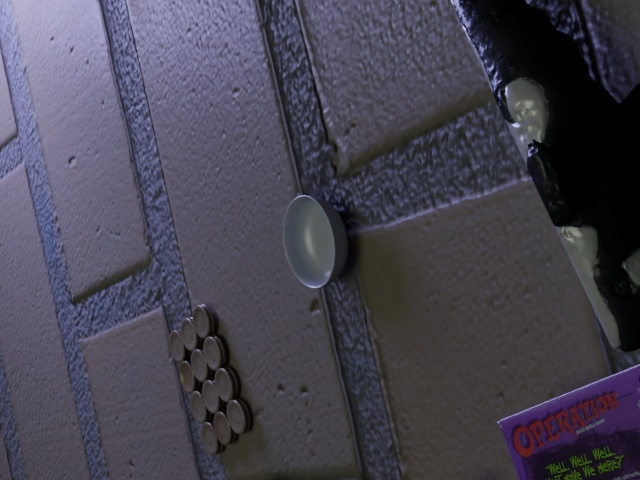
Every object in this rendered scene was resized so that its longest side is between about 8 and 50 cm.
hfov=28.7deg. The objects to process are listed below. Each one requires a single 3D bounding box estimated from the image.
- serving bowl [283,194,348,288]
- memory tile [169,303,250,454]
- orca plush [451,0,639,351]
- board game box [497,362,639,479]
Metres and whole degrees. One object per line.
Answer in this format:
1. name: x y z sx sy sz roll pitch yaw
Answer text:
1. serving bowl: 0.000 0.000 1.104 0.083 0.027 0.083 19 113 54
2. memory tile: -0.120 0.150 1.341 0.113 0.012 0.148 -46 61 52
3. orca plush: 0.175 -0.078 0.799 0.151 0.102 0.287 49 -161 -56
4. board game box: 0.258 0.155 0.726 0.347 0.056 0.208 -35 73 52
